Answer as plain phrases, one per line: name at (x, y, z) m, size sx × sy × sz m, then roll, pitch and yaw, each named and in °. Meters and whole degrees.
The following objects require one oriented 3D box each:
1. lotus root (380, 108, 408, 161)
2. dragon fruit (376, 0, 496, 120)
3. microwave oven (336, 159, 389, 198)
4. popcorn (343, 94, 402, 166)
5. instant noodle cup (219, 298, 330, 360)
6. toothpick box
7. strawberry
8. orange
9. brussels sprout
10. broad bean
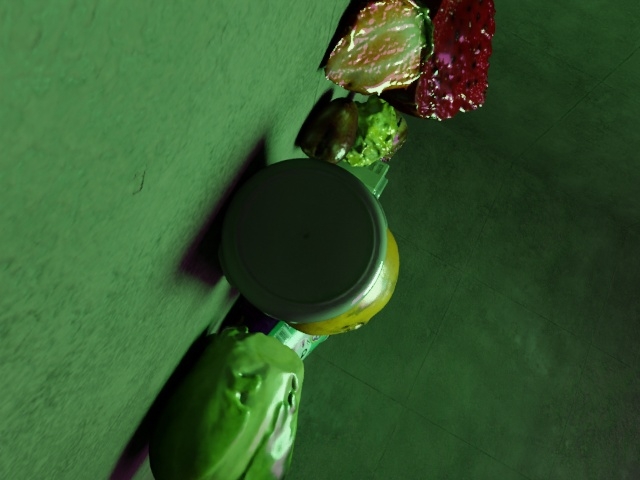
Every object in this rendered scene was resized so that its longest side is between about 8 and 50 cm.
lotus root at (0.235, -0.410, 1.854) m, size 0.272 × 0.192 × 0.272 m, roll -54°, pitch -179°, yaw 2°
dragon fruit at (0.155, -0.404, 0.848) m, size 0.227 × 0.286 × 0.330 m, roll -22°, pitch 131°, yaw -31°
microwave oven at (0.062, -0.120, 1.301) m, size 0.145 × 0.193 × 0.241 m, roll -60°, pitch 176°, yaw -47°
popcorn at (0.108, -0.257, 1.111) m, size 0.174 × 0.142 × 0.173 m, roll -56°, pitch -178°, yaw 2°
instant noodle cup at (-0.120, 0.227, 1.200) m, size 0.190 × 0.251 × 0.251 m, roll -47°, pitch 169°, yaw -42°
toothpick box at (-0.037, 0.012, 0.730) m, size 0.229 × 0.228 × 0.316 m, roll -60°, pitch 180°, yaw -12°
strawberry at (0.080, -0.280, 0.700) m, size 0.186 × 0.147 × 0.082 m, roll -28°, pitch -144°, yaw -11°
orange at (0.016, 0.053, 1.030) m, size 0.312 × 0.311 × 0.312 m, roll -60°, pitch 178°, yaw -4°
brussels sprout at (-0.180, 0.371, 0.961) m, size 0.372 × 0.275 × 0.315 m, roll -62°, pitch -179°, yaw 24°
broad bean at (0.021, -0.193, 0.843) m, size 0.114 × 0.084 × 0.165 m, roll -43°, pitch -168°, yaw 26°
